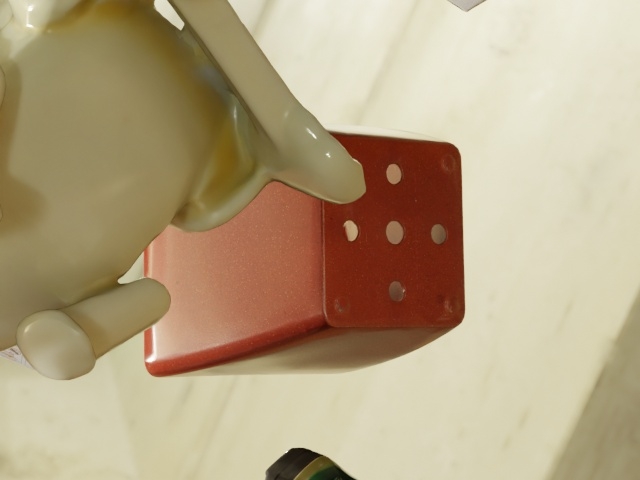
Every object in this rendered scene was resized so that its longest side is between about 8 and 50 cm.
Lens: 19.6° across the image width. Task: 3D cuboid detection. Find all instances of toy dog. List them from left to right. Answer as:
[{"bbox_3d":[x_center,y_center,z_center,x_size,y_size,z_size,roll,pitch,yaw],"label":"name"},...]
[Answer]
[{"bbox_3d":[-0.249,-0.047,1.328,0.395,0.408,0.285,34,161,51],"label":"toy dog"}]

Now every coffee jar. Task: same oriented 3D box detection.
[{"bbox_3d":[0.031,0.260,1.655,0.184,0.096,0.079,25,-137,29],"label":"coffee jar"}]

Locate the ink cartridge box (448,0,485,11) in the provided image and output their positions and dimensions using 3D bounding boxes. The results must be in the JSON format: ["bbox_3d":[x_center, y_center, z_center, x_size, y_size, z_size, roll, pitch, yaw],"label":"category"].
[{"bbox_3d":[0.198,-0.405,1.819,0.131,0.306,0.226,30,156,-18],"label":"ink cartridge box"}]

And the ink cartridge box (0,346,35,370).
[{"bbox_3d":[-0.424,-0.009,2.429,0.309,0.272,0.130,23,151,-1],"label":"ink cartridge box"}]

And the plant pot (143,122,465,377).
[{"bbox_3d":[0.000,0.000,1.839,0.267,0.267,0.235,2,175,-40],"label":"plant pot"}]
